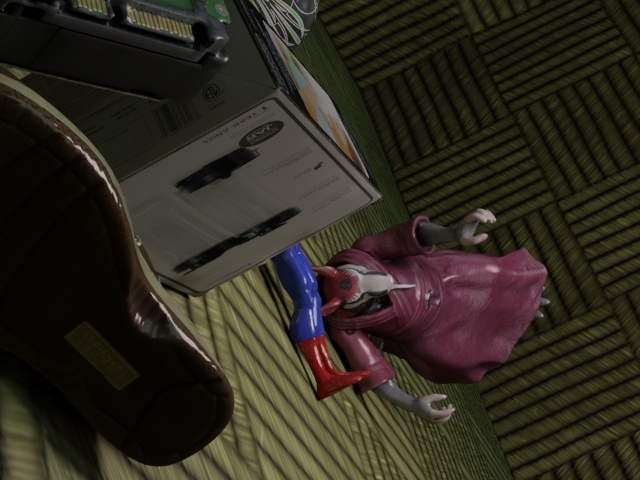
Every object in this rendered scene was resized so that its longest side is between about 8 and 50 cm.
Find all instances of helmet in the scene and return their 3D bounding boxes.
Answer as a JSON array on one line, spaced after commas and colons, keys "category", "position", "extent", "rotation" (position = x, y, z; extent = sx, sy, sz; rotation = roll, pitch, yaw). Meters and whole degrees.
[{"category": "helmet", "position": [-0.082, -0.300, 1.697], "extent": [0.161, 0.169, 0.169], "rotation": [50, 0, 28]}]

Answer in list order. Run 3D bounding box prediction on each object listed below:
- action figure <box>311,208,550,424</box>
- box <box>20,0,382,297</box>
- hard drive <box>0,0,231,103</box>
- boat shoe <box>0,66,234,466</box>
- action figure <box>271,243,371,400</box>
[{"category": "action figure", "position": [0.096, 0.052, 1.646], "extent": [0.276, 0.248, 0.370], "rotation": [28, 9, 41]}, {"category": "box", "position": [-0.076, -0.056, 0.944], "extent": [0.087, 0.169, 0.290], "rotation": [64, 9, 16]}, {"category": "hard drive", "position": [-0.192, -0.237, 0.761], "extent": [0.237, 0.064, 0.339], "rotation": [8, 50, -44]}, {"category": "boat shoe", "position": [-0.133, 0.009, 0.697], "extent": [0.095, 0.095, 0.257], "rotation": [52, -10, 48]}, {"category": "action figure", "position": [0.000, 0.000, 1.399], "extent": [0.280, 0.139, 0.091], "rotation": [62, 6, 5]}]
